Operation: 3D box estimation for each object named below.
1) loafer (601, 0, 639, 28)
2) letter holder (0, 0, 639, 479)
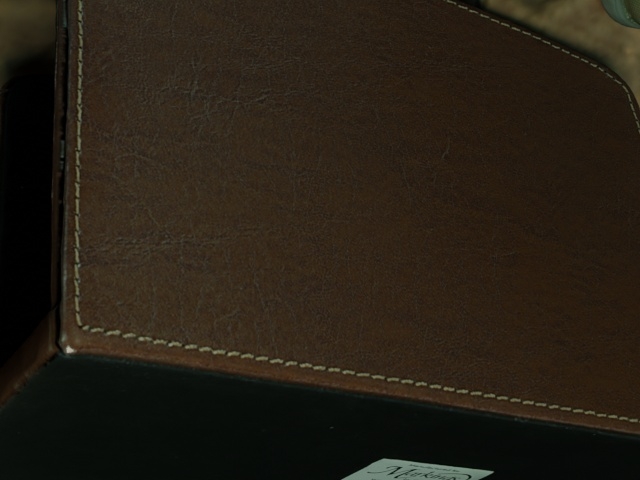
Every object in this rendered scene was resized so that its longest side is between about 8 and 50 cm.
[{"bbox_3d":[0.262,-0.133,0.590,0.251,0.087,0.094,-15,126,-12],"label":"loafer"},{"bbox_3d":[0.000,0.000,0.553,0.302,0.214,0.152,12,148,-29],"label":"letter holder"}]
